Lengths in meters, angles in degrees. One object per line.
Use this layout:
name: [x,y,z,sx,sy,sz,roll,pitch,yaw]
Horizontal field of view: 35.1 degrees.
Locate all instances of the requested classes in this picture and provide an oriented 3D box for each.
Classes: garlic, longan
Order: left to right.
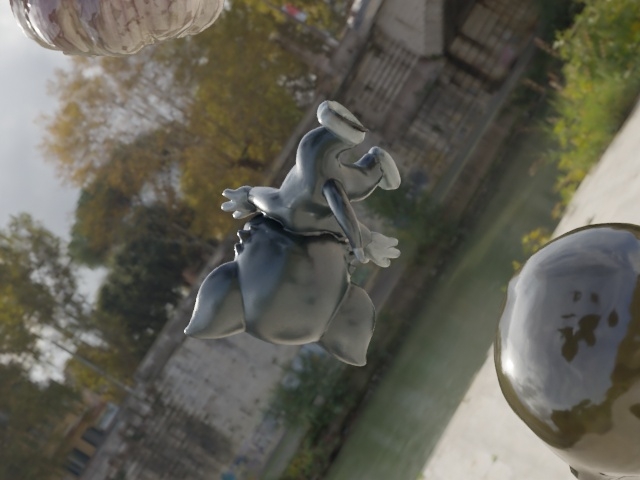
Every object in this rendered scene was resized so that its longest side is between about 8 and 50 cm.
garlic: [-0.154,-0.194,0.746,0.147,0.159,0.102,-46,-46,-40]
longan: [0.382,0.153,1.280,0.360,0.361,0.361,-59,-3,-5]

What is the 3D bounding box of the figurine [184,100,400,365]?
figurine: [0.002,0.000,0.979,0.140,0.193,0.265,-92,26,-42]
